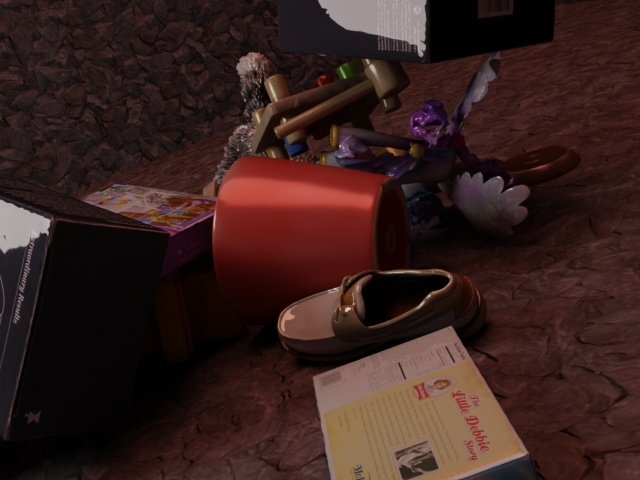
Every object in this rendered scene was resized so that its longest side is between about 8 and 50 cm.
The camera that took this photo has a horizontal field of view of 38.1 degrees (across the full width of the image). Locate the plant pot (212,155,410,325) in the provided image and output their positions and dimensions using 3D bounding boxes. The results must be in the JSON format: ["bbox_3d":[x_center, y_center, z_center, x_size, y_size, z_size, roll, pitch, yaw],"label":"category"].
[{"bbox_3d":[0.000,0.000,1.446,0.243,0.274,0.275,-1,23,21],"label":"plant pot"}]

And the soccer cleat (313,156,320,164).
[{"bbox_3d":[0.047,-0.083,1.762,0.060,0.179,0.072,-30,19,34],"label":"soccer cleat"}]

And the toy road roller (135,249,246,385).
[{"bbox_3d":[-0.257,0.088,1.553,0.241,0.202,0.329,-10,21,-8],"label":"toy road roller"}]

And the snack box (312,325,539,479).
[{"bbox_3d":[0.098,0.203,0.999,0.187,0.060,0.322,-20,17,1],"label":"snack box"}]

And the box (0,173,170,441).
[{"bbox_3d":[-0.450,0.071,1.329,0.396,0.293,0.212,18,6,35],"label":"box"}]

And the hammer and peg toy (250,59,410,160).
[{"bbox_3d":[0.008,-0.248,1.645,0.266,0.127,0.361,-21,-6,-13],"label":"hammer and peg toy"}]

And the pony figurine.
[{"bbox_3d":[0.195,-0.137,1.591,0.364,0.302,0.351,-1,-9,-6],"label":"pony figurine"}]

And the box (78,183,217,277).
[{"bbox_3d":[-0.296,-0.022,1.482,0.293,0.057,0.201,9,26,35],"label":"box"}]

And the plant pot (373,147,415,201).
[{"bbox_3d":[0.162,-0.112,1.836,0.134,0.134,0.095,-21,42,-1],"label":"plant pot"}]

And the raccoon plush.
[{"bbox_3d":[-0.086,-0.208,1.921,0.216,0.446,0.299,-15,-2,-32],"label":"raccoon plush"}]

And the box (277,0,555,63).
[{"bbox_3d":[0.156,-0.397,1.490,0.313,0.178,0.343,16,25,42],"label":"box"}]

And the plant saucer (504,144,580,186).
[{"bbox_3d":[0.416,-0.147,1.793,0.169,0.029,0.168,-17,17,6],"label":"plant saucer"}]

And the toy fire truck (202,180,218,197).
[{"bbox_3d":[-0.331,-0.033,2.117,0.217,0.158,0.246,-9,8,33],"label":"toy fire truck"}]

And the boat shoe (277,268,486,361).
[{"bbox_3d":[0.066,0.089,1.262,0.302,0.103,0.113,-13,54,24],"label":"boat shoe"}]
